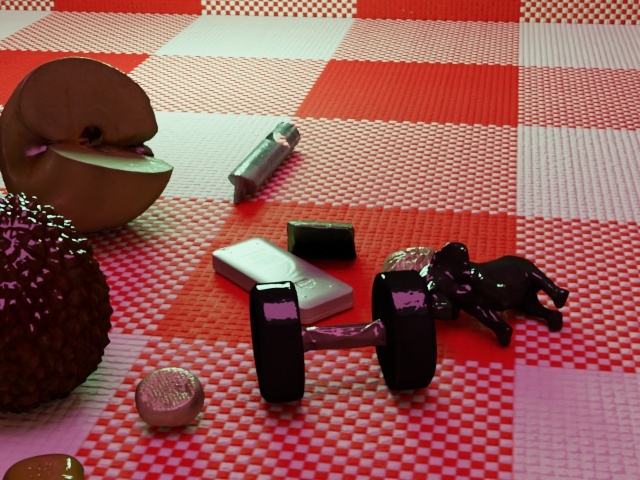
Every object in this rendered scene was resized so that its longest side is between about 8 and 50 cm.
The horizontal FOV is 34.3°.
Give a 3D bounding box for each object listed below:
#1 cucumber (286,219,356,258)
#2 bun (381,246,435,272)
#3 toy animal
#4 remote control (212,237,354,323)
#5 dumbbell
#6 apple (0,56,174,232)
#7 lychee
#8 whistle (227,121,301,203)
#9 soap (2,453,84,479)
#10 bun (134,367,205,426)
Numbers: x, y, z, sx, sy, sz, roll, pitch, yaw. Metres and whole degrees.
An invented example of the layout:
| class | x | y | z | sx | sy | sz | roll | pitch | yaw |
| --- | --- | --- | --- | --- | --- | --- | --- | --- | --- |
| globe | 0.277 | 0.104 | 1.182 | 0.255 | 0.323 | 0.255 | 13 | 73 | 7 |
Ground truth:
| class | x | y | z | sx | sy | sz | roll | pitch | yaw |
| --- | --- | --- | --- | --- | --- | --- | --- | --- | --- |
| cucumber | 0.000 | 0.000 | 1.659 | 0.115 | 0.062 | 0.116 | -1 | 6 | 2 |
| bun | 0.147 | 0.048 | 1.546 | 0.115 | 0.069 | 0.115 | 0 | 26 | 0 |
| toy animal | 0.230 | 0.080 | 1.451 | 0.245 | 0.114 | 0.146 | 8 | 22 | -37 |
| remote control | -0.061 | 0.057 | 1.577 | 0.103 | 0.034 | 0.250 | -20 | 31 | -35 |
| dumbbell | 0.025 | 0.119 | 1.300 | 0.218 | 0.152 | 0.152 | -5 | 25 | -7 |
| apple | -0.407 | -0.141 | 1.767 | 0.258 | 0.233 | 0.295 | -2 | 57 | -54 |
| lychee | -0.389 | 0.072 | 1.302 | 0.267 | 0.267 | 0.267 | -1 | 25 | 0 |
| whistle | -0.110 | -0.154 | 2.006 | 0.062 | 0.062 | 0.312 | 6 | 26 | 15 |
| soap | -0.294 | 0.272 | 1.104 | 0.089 | 0.045 | 0.140 | -4 | 25 | -15 |
| bun | -0.181 | 0.196 | 1.259 | 0.086 | 0.055 | 0.086 | -3 | 39 | 2 |
